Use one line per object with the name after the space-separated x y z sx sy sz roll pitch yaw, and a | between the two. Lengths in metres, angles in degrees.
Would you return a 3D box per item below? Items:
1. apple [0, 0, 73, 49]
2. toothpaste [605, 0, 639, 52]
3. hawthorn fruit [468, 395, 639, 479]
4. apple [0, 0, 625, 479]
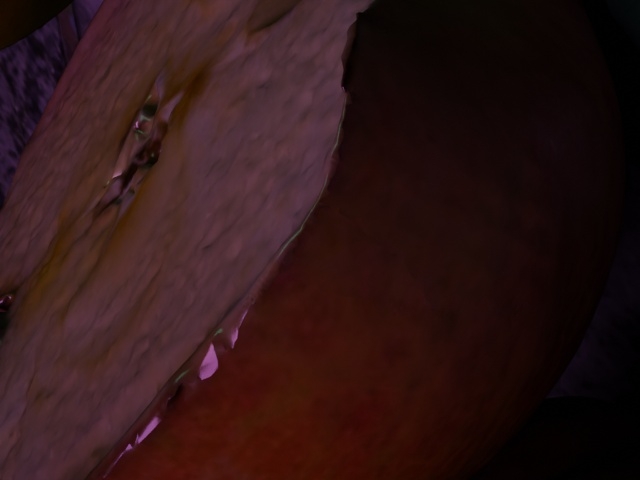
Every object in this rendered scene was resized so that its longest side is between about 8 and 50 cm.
-0.165 -0.168 0.730 0.196 0.196 0.196 32 142 30 | apple
0.177 -0.012 0.568 0.234 0.057 0.089 55 146 10 | toothpaste
0.107 0.220 0.664 0.308 0.308 0.325 27 168 36 | hawthorn fruit
0.000 0.000 0.629 0.163 0.293 0.251 28 121 -22 | apple
